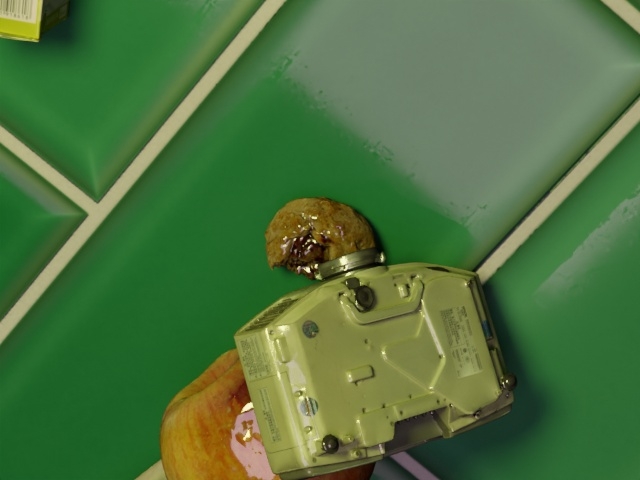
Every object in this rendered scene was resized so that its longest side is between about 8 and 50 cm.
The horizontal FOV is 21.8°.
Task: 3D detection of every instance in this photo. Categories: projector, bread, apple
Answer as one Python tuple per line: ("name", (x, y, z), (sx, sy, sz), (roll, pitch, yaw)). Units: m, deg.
("projector", (0.056, 0.106, 1.565), (0.088, 0.270, 0.193), (-23, 81, 52))
("bread", (0.000, 0.000, 1.645), (0.113, 0.060, 0.082), (8, 112, 6))
("apple", (-0.051, 0.200, 1.640), (0.211, 0.211, 0.188), (-30, 101, 16))

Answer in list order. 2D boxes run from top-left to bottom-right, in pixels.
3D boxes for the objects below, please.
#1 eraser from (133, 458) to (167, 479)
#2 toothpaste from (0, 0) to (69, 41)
("eraser", (-0.214, 0.443, 1.796), (0.359, 0.122, 0.272), (-38, 101, 17))
("toothpaste", (-0.268, -0.351, 1.530), (0.077, 0.110, 0.327), (11, 110, 5))
